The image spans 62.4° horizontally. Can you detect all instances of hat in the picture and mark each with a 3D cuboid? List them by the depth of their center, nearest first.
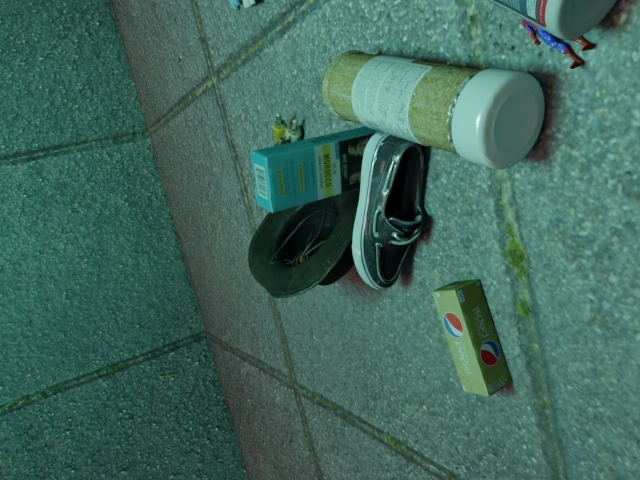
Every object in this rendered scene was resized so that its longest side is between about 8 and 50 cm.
[{"bbox_3d":[0.000,0.000,1.126,0.134,0.331,0.331,35,173,-34],"label":"hat"}]

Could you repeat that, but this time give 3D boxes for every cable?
[{"bbox_3d":[-0.075,-0.182,1.295,0.139,0.072,0.287,46,159,11],"label":"cable"}]

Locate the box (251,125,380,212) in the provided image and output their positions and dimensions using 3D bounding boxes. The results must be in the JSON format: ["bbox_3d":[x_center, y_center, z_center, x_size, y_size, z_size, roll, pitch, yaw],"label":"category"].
[{"bbox_3d":[0.002,-0.130,0.944,0.060,0.244,0.100,30,132,51],"label":"box"}]

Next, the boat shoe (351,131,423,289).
[{"bbox_3d":[0.131,-0.036,0.930,0.102,0.108,0.301,35,129,51],"label":"boat shoe"}]

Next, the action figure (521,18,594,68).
[{"bbox_3d":[0.267,-0.250,0.624,0.115,0.030,0.038,58,155,29],"label":"action figure"}]

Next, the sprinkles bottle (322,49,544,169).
[{"bbox_3d":[0.142,-0.204,0.776,0.355,0.121,0.121,34,134,50],"label":"sprinkles bottle"}]

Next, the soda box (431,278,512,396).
[{"bbox_3d":[0.249,0.159,0.872,0.061,0.058,0.181,-16,91,63],"label":"soda box"}]

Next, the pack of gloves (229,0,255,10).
[{"bbox_3d":[-0.225,-0.653,1.218,0.195,0.046,0.232,33,140,61],"label":"pack of gloves"}]

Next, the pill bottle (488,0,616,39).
[{"bbox_3d":[0.227,-0.305,0.575,0.180,0.108,0.108,50,146,35],"label":"pill bottle"}]
